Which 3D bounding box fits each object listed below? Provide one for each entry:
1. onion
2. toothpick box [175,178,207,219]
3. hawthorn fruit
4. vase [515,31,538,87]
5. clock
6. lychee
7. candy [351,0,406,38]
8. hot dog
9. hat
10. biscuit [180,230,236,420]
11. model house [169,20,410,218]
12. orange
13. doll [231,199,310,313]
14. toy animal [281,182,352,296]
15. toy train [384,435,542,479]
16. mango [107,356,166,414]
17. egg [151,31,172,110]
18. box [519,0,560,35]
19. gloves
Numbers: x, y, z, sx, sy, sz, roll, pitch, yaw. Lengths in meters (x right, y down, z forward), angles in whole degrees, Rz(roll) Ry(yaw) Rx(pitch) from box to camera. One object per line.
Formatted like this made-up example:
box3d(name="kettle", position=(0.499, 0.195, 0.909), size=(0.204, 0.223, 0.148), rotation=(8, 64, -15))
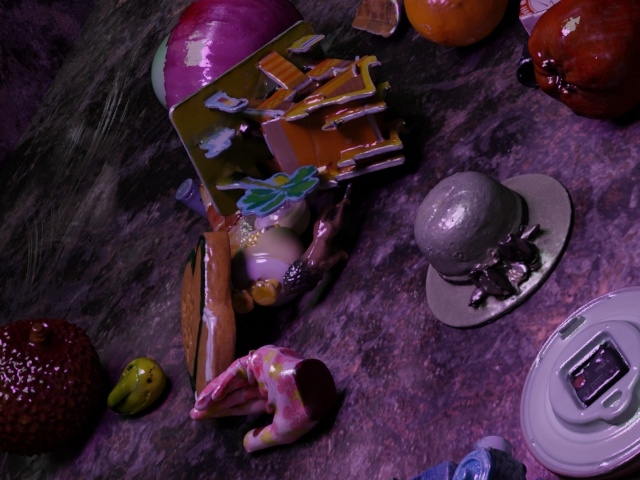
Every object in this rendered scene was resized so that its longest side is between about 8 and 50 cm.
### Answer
box3d(name="onion", position=(-0.133, -0.312, 2.208), size=(0.345, 0.358, 0.358), rotation=(-4, 55, 48))
box3d(name="toothpick box", position=(-0.250, -0.084, 2.393), size=(0.052, 0.083, 0.052), rotation=(-36, 33, 28))
box3d(name="hawthorn fruit", position=(0.389, -0.273, 1.579), size=(0.202, 0.185, 0.185), rotation=(-41, 27, -9))
box3d(name="vase", position=(0.337, -0.315, 1.815), size=(0.059, 0.059, 0.167), rotation=(-27, 37, 38))
box3d(name="clock", position=(0.324, 0.158, 1.315), size=(0.244, 0.056, 0.244), rotation=(-35, 34, 29))
box3d(name="lychee", position=(-0.553, 0.280, 2.257), size=(0.275, 0.276, 0.304), rotation=(-97, 20, -52))
box3d(name="candy", position=(0.156, -0.515, 2.268), size=(0.143, 0.101, 0.271), rotation=(18, 79, 54))
box3d(name="hot dog", position=(-0.151, -0.041, 2.189), size=(0.123, 0.093, 0.261), rotation=(-53, 44, 35))
box3d(name="hat", position=(0.205, -0.018, 1.608), size=(0.257, 0.130, 0.257), rotation=(-36, 33, 29))
box3d(name="biscuit", position=(-0.195, 0.121, 1.961), size=(0.343, 0.057, 0.287), rotation=(-113, 28, -57))
box3d(name="model house", position=(-0.027, -0.191, 1.943), size=(0.358, 0.242, 0.313), rotation=(-36, 26, -25))
box3d(name="orange", position=(0.231, -0.413, 1.973), size=(0.178, 0.155, 0.177), rotation=(-2, 64, 5))
box3d(name="doll", position=(-0.084, 0.007, 2.015), size=(0.141, 0.117, 0.296), rotation=(-26, 39, 30))
box3d(name="toy animal", position=(0.009, 0.004, 1.914), size=(0.069, 0.086, 0.219), rotation=(14, 72, 33))
box3d(name="toy train", position=(0.156, 0.370, 1.264), size=(0.202, 0.131, 0.299), rotation=(-39, 30, 39))
box3d(name="mango", position=(-0.338, 0.272, 2.146), size=(0.165, 0.074, 0.091), rotation=(-39, 35, 48))
box3d(name="egg", position=(-0.251, -0.385, 2.584), size=(0.270, 0.220, 0.220), rotation=(-37, 33, 26))
box3d(name="box", position=(0.426, -0.468, 1.801), size=(0.214, 0.069, 0.353), rotation=(-14, 46, 29))
box3d(name="gloves", position=(-0.089, 0.236, 1.764), size=(0.241, 0.145, 0.126), rotation=(-8, 42, 47))
